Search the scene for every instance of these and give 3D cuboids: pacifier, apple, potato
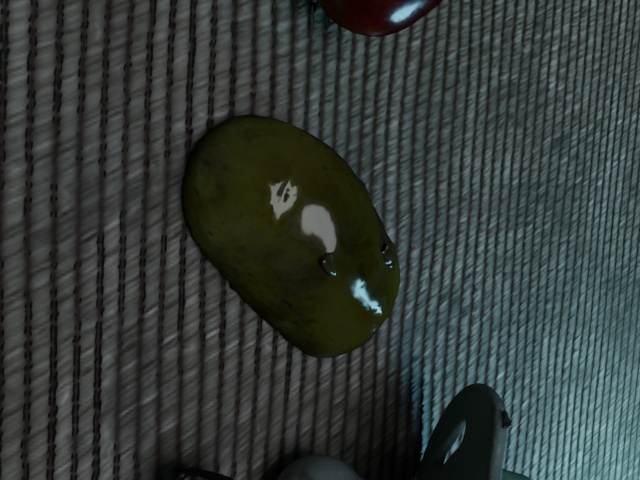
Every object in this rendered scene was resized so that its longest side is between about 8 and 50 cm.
[{"bbox_3d":[0.076,0.295,0.739,0.343,0.269,0.288,-72,-178,-51],"label":"pacifier"},{"bbox_3d":[0.051,-0.276,0.661,0.156,0.147,0.158,-37,120,-5],"label":"apple"},{"bbox_3d":[0.000,0.000,0.681,0.160,0.111,0.272,-51,124,-20],"label":"potato"}]

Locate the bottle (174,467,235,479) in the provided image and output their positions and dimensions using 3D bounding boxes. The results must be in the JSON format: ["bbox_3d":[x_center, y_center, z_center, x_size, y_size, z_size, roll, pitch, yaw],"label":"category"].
[{"bbox_3d":[-0.135,0.322,0.614,0.112,0.112,0.260,30,78,-38],"label":"bottle"}]
